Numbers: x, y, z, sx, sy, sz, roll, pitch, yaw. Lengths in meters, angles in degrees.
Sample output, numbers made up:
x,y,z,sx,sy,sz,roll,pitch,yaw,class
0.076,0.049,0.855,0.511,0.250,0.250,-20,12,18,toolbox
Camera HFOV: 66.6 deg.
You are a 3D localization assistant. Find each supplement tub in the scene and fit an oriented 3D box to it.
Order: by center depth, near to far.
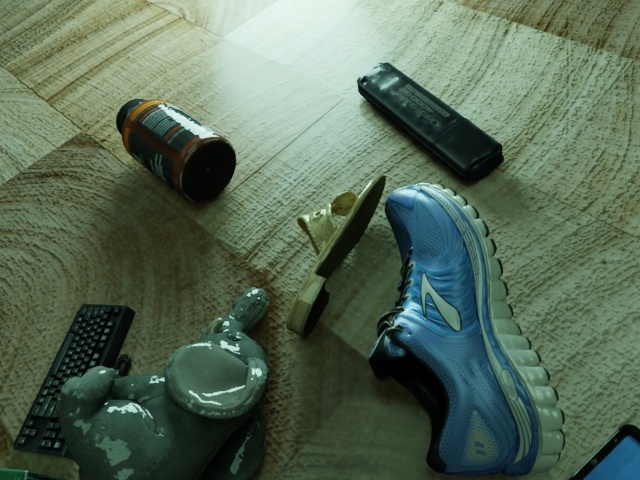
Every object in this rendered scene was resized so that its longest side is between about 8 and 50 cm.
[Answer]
x,y,z,sx,sy,sz,roll,pitch,yaw,class
-0.225,-0.146,0.734,0.197,0.106,0.106,35,66,28,supplement tub

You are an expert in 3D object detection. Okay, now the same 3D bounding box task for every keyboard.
x,y,z,sx,sy,sz,roll,pitch,yaw,class
-0.278,0.158,0.576,0.108,0.023,0.180,3,56,11,keyboard

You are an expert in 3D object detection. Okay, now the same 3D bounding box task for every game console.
x,y,z,sx,sy,sz,roll,pitch,yaw,class
0.283,0.227,0.412,0.122,0.107,0.071,-34,85,-15,game console

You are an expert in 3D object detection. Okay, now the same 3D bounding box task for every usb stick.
x,y,z,sx,sy,sz,roll,pitch,yaw,class
0.158,-0.188,0.742,0.077,0.045,0.278,-35,57,-7,usb stick

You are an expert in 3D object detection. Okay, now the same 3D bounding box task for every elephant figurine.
x,y,z,sx,sy,sz,roll,pitch,yaw,class
-0.113,0.156,0.483,0.239,0.169,0.186,-20,82,-25,elephant figurine

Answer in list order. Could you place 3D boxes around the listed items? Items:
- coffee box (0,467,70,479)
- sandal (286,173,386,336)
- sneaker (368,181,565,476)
x,y,z,sx,sy,sz,roll,pitch,yaw,class
-0.337,0.243,0.470,0.183,0.113,0.041,1,58,8,coffee box
0.000,-0.003,0.608,0.079,0.088,0.240,22,66,16,sandal
0.115,0.074,0.510,0.147,0.130,0.330,-11,54,-2,sneaker
